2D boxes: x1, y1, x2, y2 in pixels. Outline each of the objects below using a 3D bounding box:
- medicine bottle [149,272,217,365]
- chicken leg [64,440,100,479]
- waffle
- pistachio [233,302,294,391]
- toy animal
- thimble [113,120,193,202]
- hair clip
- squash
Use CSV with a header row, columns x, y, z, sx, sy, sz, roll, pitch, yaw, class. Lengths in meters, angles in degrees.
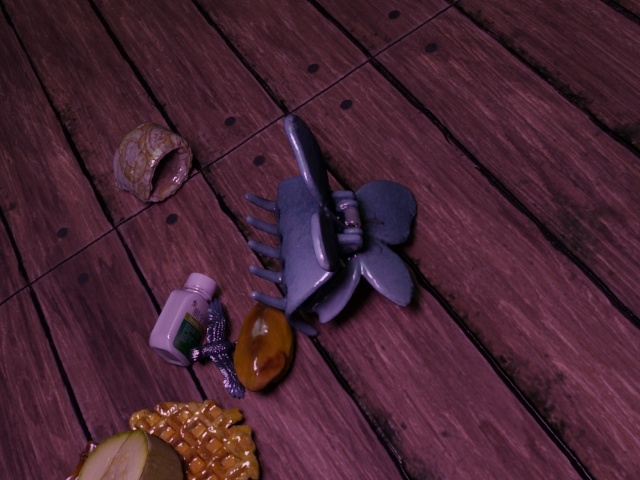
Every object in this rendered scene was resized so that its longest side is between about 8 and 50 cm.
x,y,z,sx,sy,sz,roll,pitch,yaw,class
-0.278,0.160,1.609,0.069,0.119,0.183,6,60,26,medicine bottle
-0.467,0.488,1.494,0.101,0.085,0.207,-25,38,46,chicken leg
-0.267,0.447,1.459,0.325,0.068,0.302,-10,56,15,waffle
-0.115,0.214,1.534,0.110,0.100,0.189,-18,54,33,pistachio
-0.209,0.222,1.579,0.108,0.062,0.220,-17,68,7,toy animal
-0.407,-0.184,1.861,0.143,0.137,0.190,33,85,33,thimble
0.000,0.000,1.526,0.238,0.392,0.318,-30,52,31,hair clip
-0.363,0.439,1.389,0.220,0.133,0.220,-16,53,22,squash
